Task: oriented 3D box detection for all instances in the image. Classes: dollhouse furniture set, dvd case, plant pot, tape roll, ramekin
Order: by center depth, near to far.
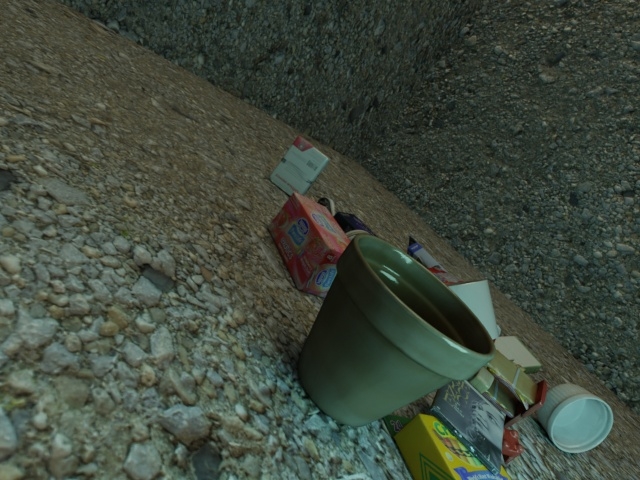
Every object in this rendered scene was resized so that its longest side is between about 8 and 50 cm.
[{"bbox_3d":[0.111,0.191,0.799,0.323,0.280,0.323,33,19,-13],"label":"plant pot"},{"bbox_3d":[0.323,0.371,0.894,0.164,0.018,0.221,43,21,14],"label":"dvd case"},{"bbox_3d":[0.448,0.444,1.101,0.201,0.152,0.374,43,36,13],"label":"dollhouse furniture set"},{"bbox_3d":[0.391,0.217,1.247,0.246,0.246,0.168,4,75,-60],"label":"tape roll"},{"bbox_3d":[0.813,0.567,1.347,0.207,0.207,0.109,33,8,-13],"label":"ramekin"}]

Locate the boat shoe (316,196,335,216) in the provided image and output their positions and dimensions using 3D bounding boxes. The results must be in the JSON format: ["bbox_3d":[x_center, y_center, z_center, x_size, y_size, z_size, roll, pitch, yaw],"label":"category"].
[{"bbox_3d":[0.007,-0.128,1.730,0.076,0.080,0.228,31,26,-25],"label":"boat shoe"}]

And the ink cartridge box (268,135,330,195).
[{"bbox_3d":[-0.085,-0.299,1.730,0.159,0.217,0.092,39,12,3],"label":"ink cartridge box"}]

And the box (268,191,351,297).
[{"bbox_3d":[-0.019,0.010,1.204,0.142,0.154,0.299,23,24,-38],"label":"box"}]

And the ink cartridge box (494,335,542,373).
[{"bbox_3d":[0.769,0.475,1.721,0.235,0.056,0.171,3,32,-22],"label":"ink cartridge box"}]

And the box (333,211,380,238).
[{"bbox_3d":[0.134,-0.005,1.603,0.207,0.108,0.153,46,20,22],"label":"box"}]

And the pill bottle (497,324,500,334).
[{"bbox_3d":[0.638,0.326,1.729,0.118,0.117,0.208,25,22,-34],"label":"pill bottle"}]

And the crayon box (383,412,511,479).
[{"bbox_3d":[0.273,0.454,0.781,0.203,0.083,0.322,25,21,-35],"label":"crayon box"}]

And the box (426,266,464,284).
[{"bbox_3d":[0.403,0.183,1.530,0.128,0.122,0.257,31,20,37],"label":"box"}]

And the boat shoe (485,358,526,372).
[{"bbox_3d":[0.613,0.444,1.413,0.285,0.104,0.089,15,32,-49],"label":"boat shoe"}]

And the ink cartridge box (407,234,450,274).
[{"bbox_3d":[0.456,0.140,1.782,0.311,0.065,0.185,54,-16,37],"label":"ink cartridge box"}]

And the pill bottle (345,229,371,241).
[{"bbox_3d":[0.151,0.095,1.317,0.153,0.153,0.264,25,23,-35],"label":"pill bottle"}]
